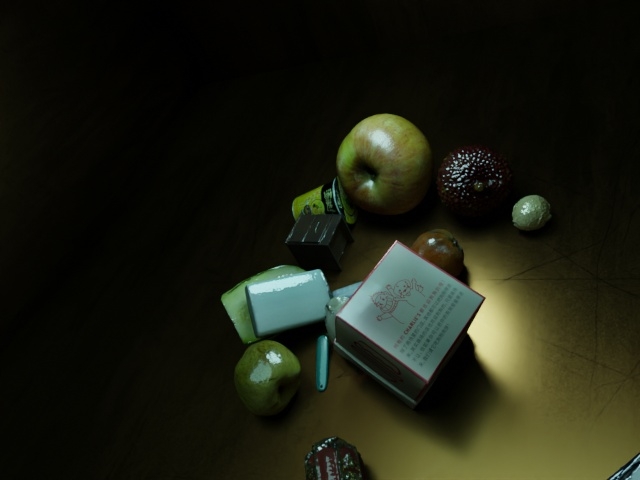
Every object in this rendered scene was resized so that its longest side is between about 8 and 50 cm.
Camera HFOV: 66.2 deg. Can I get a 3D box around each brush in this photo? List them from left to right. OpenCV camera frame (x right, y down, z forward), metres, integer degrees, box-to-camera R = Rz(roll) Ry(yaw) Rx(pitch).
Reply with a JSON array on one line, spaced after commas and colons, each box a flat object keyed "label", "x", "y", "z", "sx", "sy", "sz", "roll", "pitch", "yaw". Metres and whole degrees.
[{"label": "brush", "x": 0.009, "y": 0.415, "z": 1.657, "sx": 0.043, "sy": 0.032, "sz": 0.194, "roll": -9, "pitch": 57, "yaw": 15}]

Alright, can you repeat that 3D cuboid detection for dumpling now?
[{"label": "dumpling", "x": 0.112, "y": 0.288, "z": 1.654, "sx": 0.172, "sy": 0.142, "sz": 0.247, "roll": -11, "pitch": 58, "yaw": -19}]

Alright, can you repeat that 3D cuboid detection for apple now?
[{"label": "apple", "x": 0.263, "y": -0.306, "z": 1.966, "sx": 0.399, "sy": 0.401, "sz": 0.333, "roll": 8, "pitch": 30, "yaw": 34}]

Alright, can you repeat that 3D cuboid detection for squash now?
[{"label": "squash", "x": -0.164, "y": 0.222, "z": 1.809, "sx": 0.308, "sy": 0.210, "sz": 0.234, "roll": -31, "pitch": 76, "yaw": 4}]

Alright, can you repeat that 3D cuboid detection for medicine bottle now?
[{"label": "medicine bottle", "x": 0.146, "y": 0.190, "z": 1.760, "sx": 0.202, "sy": 0.084, "sz": 0.084, "roll": -20, "pitch": 42, "yaw": 12}]

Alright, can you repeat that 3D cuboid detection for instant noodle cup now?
[{"label": "instant noodle cup", "x": 0.015, "y": -0.146, "z": 2.098, "sx": 0.235, "sy": 0.216, "sz": 0.216, "roll": -14, "pitch": 43, "yaw": 28}]

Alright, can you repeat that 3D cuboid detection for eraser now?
[{"label": "eraser", "x": -0.107, "y": 0.219, "z": 1.736, "sx": 0.289, "sy": 0.104, "sz": 0.189, "roll": -10, "pitch": 78, "yaw": -20}]

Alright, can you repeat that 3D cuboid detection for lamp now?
[{"label": "lamp", "x": 0.048, "y": 0.663, "z": 1.282, "sx": 0.176, "sy": 0.177, "sz": 0.274, "roll": -22, "pitch": 42, "yaw": 8}]

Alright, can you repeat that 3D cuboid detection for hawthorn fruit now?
[{"label": "hawthorn fruit", "x": 0.372, "y": 0.081, "z": 1.684, "sx": 0.251, "sy": 0.199, "sz": 0.200, "roll": -43, "pitch": 36, "yaw": 22}]

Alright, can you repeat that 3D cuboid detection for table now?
[{"label": "table", "x": 0.000, "y": 0.000, "z": 1.964, "sx": 0.193, "sy": 0.173, "sz": 0.169, "roll": 2, "pitch": 50, "yaw": 31}]

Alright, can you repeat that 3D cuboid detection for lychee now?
[{"label": "lychee", "x": 0.565, "y": -0.218, "z": 1.809, "sx": 0.275, "sy": 0.276, "sz": 0.304, "roll": -18, "pitch": 17, "yaw": 13}]

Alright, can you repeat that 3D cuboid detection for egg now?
[{"label": "egg", "x": 0.733, "y": -0.097, "z": 1.706, "sx": 0.140, "sy": 0.118, "sz": 0.116, "roll": -50, "pitch": 1, "yaw": -9}]

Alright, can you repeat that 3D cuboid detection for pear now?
[{"label": "pear", "x": -0.182, "y": 0.445, "z": 1.607, "sx": 0.211, "sy": 0.188, "sz": 0.229, "roll": 22, "pitch": 64, "yaw": 39}]

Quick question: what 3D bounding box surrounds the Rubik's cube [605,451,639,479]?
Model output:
[{"label": "Rubik's cube", "x": 0.657, "y": 0.599, "z": 0.895, "sx": 0.306, "sy": 0.310, "sz": 0.305, "roll": -36, "pitch": 41, "yaw": -5}]

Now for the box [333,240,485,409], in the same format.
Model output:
[{"label": "box", "x": 0.245, "y": 0.245, "z": 1.419, "sx": 0.312, "sy": 0.300, "sz": 0.314, "roll": 34, "pitch": 68, "yaw": 18}]
